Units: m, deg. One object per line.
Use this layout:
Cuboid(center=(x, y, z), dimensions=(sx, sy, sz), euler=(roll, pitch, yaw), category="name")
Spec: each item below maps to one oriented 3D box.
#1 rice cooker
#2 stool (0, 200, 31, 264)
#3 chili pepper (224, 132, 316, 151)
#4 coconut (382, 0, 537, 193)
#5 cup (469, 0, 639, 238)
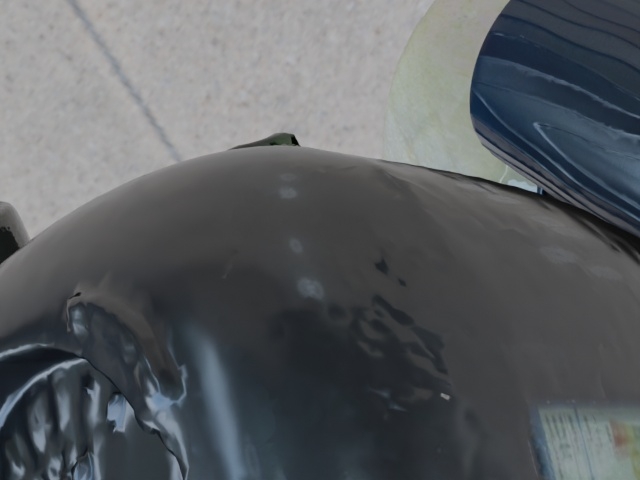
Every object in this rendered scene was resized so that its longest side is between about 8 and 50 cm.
Cuboid(center=(0.004, 0.102, 0.441), dimensions=(0.224, 0.267, 0.267), euler=(4, 152, -45), category="rice cooker")
Cuboid(center=(-0.242, 0.019, 0.840), dimensions=(0.228, 0.153, 0.139), euler=(3, 116, 63), category="stool")
Cuboid(center=(0.000, 0.000, 0.778), dimensions=(0.279, 0.122, 0.065), euler=(32, 158, 57), category="chili pepper")
Cuboid(center=(0.252, -0.068, 1.141), dimensions=(0.415, 0.415, 0.344), euler=(25, 104, -1), category="coconut")
Cuboid(center=(0.143, -0.043, 0.648), dimensions=(0.113, 0.138, 0.150), euler=(21, 102, -47), category="cup")
